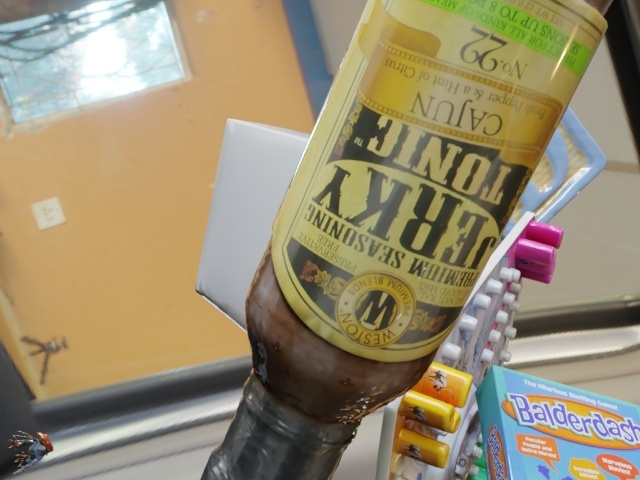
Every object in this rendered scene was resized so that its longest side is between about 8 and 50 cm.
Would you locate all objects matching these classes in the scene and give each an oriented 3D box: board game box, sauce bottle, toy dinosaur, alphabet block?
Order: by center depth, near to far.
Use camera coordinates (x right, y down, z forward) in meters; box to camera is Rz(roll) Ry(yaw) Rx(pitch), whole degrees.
[{"bbox_3d":[0.031,0.001,0.367,0.111,0.111,0.344,40,-68,51],"label":"sauce bottle"},{"bbox_3d":[0.227,0.216,0.627,0.210,0.160,0.047,-83,-170,-56],"label":"board game box"},{"bbox_3d":[0.154,0.214,0.755,0.050,0.390,0.390,17,-59,25],"label":"board game box"},{"bbox_3d":[-0.349,0.253,0.885,0.082,0.090,0.047,-15,-95,25],"label":"toy dinosaur"},{"bbox_3d":[0.255,-0.121,1.053,0.192,0.193,0.197,50,-6,-12],"label":"alphabet block"}]

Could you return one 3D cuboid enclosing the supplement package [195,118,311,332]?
[{"bbox_3d":[0.000,0.000,0.730,0.262,0.145,0.204,26,-73,55],"label":"supplement package"}]
